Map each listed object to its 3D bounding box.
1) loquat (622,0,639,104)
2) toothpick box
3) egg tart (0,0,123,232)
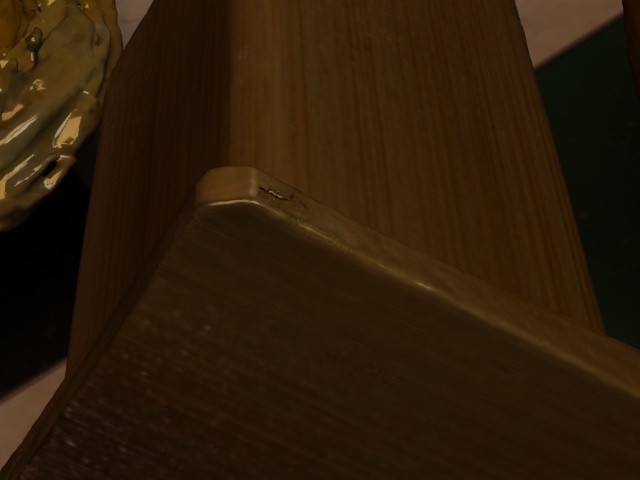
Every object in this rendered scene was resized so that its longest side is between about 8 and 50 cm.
[{"bbox_3d":[0.292,-0.118,0.711,0.328,0.328,0.359,21,16,24],"label":"loquat"},{"bbox_3d":[0.000,0.000,0.679,0.190,0.187,0.308,24,31,-18],"label":"toothpick box"},{"bbox_3d":[-0.224,-0.079,0.874,0.288,0.118,0.288,-4,50,5],"label":"egg tart"}]
